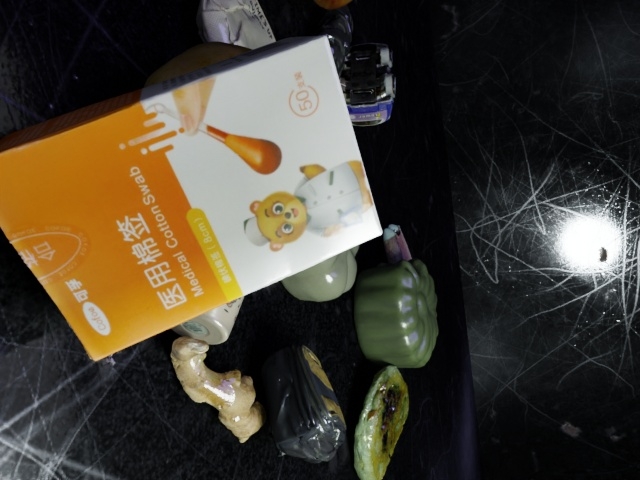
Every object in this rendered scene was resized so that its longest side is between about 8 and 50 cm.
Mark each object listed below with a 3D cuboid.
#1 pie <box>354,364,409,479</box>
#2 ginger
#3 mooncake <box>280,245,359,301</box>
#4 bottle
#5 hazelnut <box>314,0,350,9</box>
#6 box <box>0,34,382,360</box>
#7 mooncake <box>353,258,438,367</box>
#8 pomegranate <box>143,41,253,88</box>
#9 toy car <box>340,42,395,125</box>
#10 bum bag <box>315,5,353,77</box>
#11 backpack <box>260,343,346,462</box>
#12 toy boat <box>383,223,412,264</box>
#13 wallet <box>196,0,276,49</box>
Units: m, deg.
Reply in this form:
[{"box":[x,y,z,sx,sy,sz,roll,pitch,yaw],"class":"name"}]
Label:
[{"box":[0.173,0.495,1.255,0.323,0.071,0.323,-26,120,-58],"class":"pie"},{"box":[-0.148,0.228,0.708,0.089,0.075,0.288,-49,136,-29],"class":"ginger"},{"box":[0.000,0.000,0.991,0.275,0.135,0.274,-3,90,-67],"class":"mooncake"},{"box":[-0.152,0.050,0.710,0.110,0.097,0.209,91,13,-50],"class":"bottle"},{"box":[0.018,-0.681,1.099,0.217,0.217,0.251,10,61,-63],"class":"hazelnut"},{"box":[-0.135,-0.054,0.492,0.143,0.341,0.224,-127,-164,-63],"class":"box"},{"box":[0.236,0.214,1.371,0.351,0.188,0.351,-5,90,-66],"class":"mooncake"},{"box":[-0.135,-0.160,0.647,0.233,0.233,0.233,22,66,-61],"class":"pomegranate"},{"box":[0.130,-0.448,1.330,0.158,0.172,0.235,66,25,-65],"class":"toy car"},{"box":[0.036,-0.543,1.218,0.144,0.095,0.340,64,33,-52],"class":"bum bag"},{"box":[-0.026,0.310,0.860,0.258,0.133,0.206,58,8,-57],"class":"backpack"},{"box":[0.261,0.061,1.591,0.227,0.085,0.155,69,19,-5],"class":"toy boat"},{"box":[-0.123,-0.350,0.881,0.274,0.068,0.335,-68,144,-47],"class":"wallet"}]
